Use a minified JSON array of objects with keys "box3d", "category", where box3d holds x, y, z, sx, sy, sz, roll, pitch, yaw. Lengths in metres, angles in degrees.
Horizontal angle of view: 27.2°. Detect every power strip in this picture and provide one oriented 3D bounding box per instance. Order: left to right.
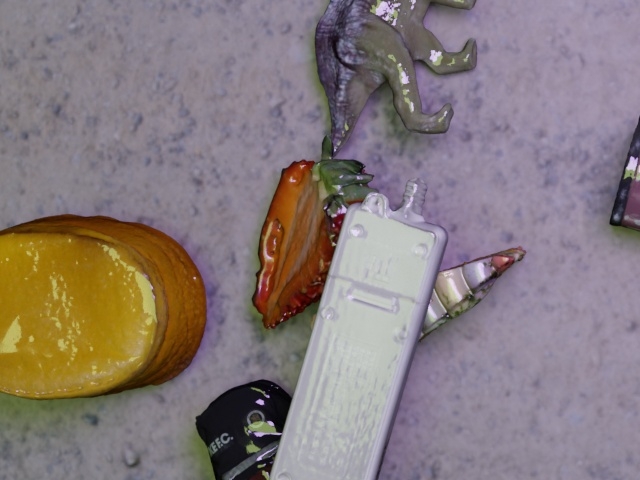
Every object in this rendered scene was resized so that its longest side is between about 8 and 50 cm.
[{"box3d":[0.038,0.102,1.233,0.098,0.058,0.338,17,96,12],"category":"power strip"}]

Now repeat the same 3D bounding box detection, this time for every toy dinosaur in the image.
[{"box3d":[0.078,-0.222,1.336,0.162,0.077,0.294,10,77,17],"category":"toy dinosaur"}]

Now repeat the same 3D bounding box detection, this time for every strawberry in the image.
[{"box3d":[0.002,-0.003,1.330,0.140,0.085,0.192,-8,75,55],"category":"strawberry"}]

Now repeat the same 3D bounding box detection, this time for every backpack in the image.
[{"box3d":[-0.056,0.225,1.338,0.120,0.106,0.165,-39,80,7],"category":"backpack"}]

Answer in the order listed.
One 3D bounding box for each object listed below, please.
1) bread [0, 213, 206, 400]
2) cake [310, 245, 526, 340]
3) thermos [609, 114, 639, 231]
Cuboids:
[{"box3d":[-0.256,0.070,1.370,0.269,0.142,0.195,-1,91,15],"category":"bread"},{"box3d":[0.092,0.057,1.306,0.225,0.109,0.090,-38,82,10],"category":"cake"},{"box3d":[0.441,-0.010,1.226,0.330,0.109,0.136,16,92,13],"category":"thermos"}]
